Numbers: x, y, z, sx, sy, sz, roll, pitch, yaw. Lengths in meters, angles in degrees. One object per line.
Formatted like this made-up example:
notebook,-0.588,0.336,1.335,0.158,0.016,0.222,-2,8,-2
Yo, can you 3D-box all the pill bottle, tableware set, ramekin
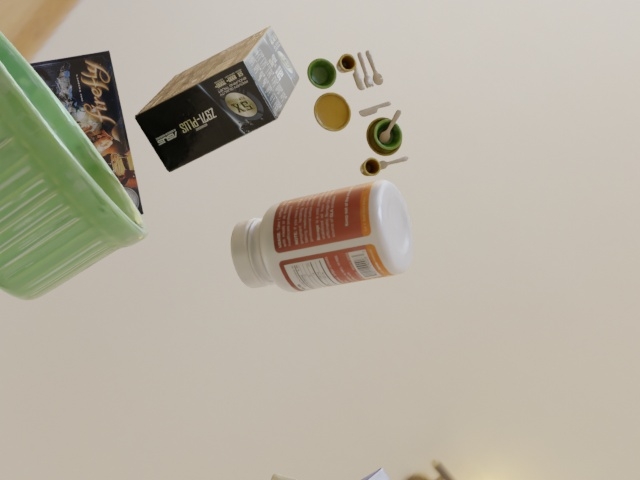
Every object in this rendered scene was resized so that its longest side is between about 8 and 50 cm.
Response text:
pill bottle,0.000,0.000,1.245,0.216,0.121,0.121,-11,-172,24
tableware set,0.045,-0.152,1.169,0.104,0.154,0.024,-20,-178,-20
ramekin,-0.332,-0.082,1.027,0.148,0.303,0.303,-37,174,-3

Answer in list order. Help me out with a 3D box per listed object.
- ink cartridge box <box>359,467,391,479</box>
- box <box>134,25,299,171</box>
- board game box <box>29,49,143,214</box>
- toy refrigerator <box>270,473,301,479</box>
ink cartridge box,0.085,0.352,1.027,0.046,0.207,0.097,-27,169,-47
box,-0.117,-0.170,1.150,0.147,0.078,0.180,-24,-161,17
board game box,-0.362,-0.138,1.401,0.165,0.243,0.042,-15,-168,-23
toy refrigerator,-0.007,0.257,0.787,0.269,0.094,0.102,82,23,-73
